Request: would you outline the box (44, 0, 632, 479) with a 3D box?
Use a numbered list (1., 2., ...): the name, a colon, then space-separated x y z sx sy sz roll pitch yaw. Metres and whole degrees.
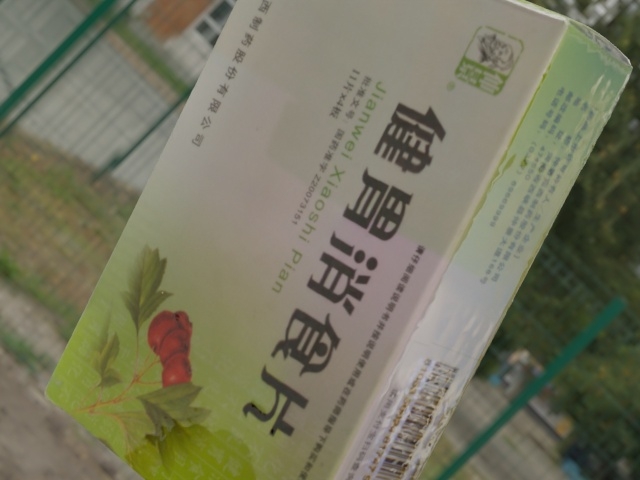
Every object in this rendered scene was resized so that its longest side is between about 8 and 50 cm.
1. box: -0.001 0.000 0.695 0.175 0.261 0.062 31 5 40
